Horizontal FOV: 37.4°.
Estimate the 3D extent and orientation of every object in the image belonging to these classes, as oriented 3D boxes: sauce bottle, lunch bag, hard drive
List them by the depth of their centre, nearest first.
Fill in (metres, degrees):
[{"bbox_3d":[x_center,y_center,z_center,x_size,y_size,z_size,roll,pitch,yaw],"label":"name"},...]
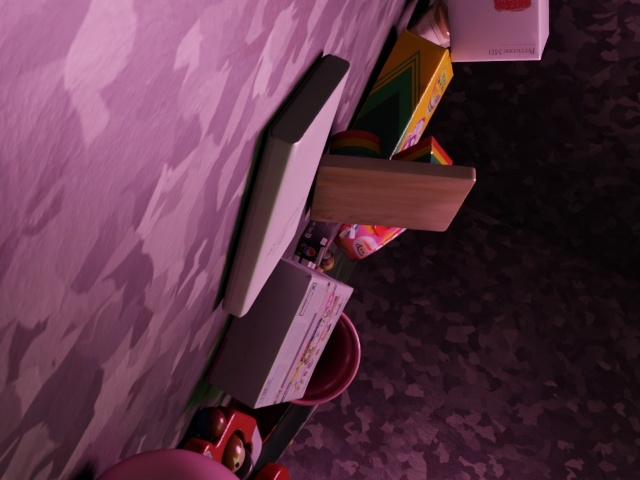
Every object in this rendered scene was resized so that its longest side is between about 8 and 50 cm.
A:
[{"bbox_3d":[-0.048,-0.067,1.232,0.203,0.040,0.308,-60,172,-46],"label":"hard drive"},{"bbox_3d":[0.168,-0.069,2.236,0.293,0.120,0.258,-37,-176,-10],"label":"lunch bag"},{"bbox_3d":[0.014,0.044,2.338,0.128,0.042,0.042,92,23,-76],"label":"sauce bottle"}]

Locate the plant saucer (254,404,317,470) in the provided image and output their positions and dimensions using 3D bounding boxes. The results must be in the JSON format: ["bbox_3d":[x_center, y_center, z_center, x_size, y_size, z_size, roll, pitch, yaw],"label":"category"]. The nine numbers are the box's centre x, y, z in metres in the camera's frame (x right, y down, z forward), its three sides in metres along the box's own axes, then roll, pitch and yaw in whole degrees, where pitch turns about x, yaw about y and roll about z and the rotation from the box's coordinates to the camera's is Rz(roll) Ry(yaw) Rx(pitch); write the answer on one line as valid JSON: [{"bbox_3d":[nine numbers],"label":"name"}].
[{"bbox_3d":[-0.056,0.375,1.990,0.318,0.043,0.317,-53,177,-5],"label":"plant saucer"}]

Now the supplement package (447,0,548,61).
[{"bbox_3d":[0.338,-0.505,1.791,0.175,0.177,0.293,-58,146,-57],"label":"supplement package"}]

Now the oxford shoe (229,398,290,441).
[{"bbox_3d":[-0.102,0.307,2.023,0.348,0.123,0.130,-50,169,-32],"label":"oxford shoe"}]

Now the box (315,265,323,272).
[{"bbox_3d":[-0.049,0.168,2.389,0.201,0.021,0.164,-55,168,-67],"label":"box"}]

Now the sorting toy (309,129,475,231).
[{"bbox_3d":[0.119,-0.109,1.660,0.255,0.257,0.089,103,-9,-71],"label":"sorting toy"}]

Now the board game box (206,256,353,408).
[{"bbox_3d":[-0.059,0.150,1.569,0.224,0.097,0.303,-64,164,-1],"label":"board game box"}]

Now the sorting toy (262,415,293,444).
[{"bbox_3d":[-0.128,0.506,2.572,0.365,0.126,0.127,102,14,-70],"label":"sorting toy"}]

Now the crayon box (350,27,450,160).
[{"bbox_3d":[0.155,-0.246,1.946,0.313,0.106,0.363,-61,173,7],"label":"crayon box"}]

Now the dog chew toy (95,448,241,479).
[{"bbox_3d":[-0.169,0.335,1.045,0.207,0.206,0.332,-64,-178,-14],"label":"dog chew toy"}]

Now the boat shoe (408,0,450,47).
[{"bbox_3d":[0.251,-0.474,2.133,0.098,0.109,0.302,-26,-172,17],"label":"boat shoe"}]

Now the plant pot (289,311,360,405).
[{"bbox_3d":[-0.037,0.200,1.827,0.201,0.201,0.180,-66,-170,0],"label":"plant pot"}]

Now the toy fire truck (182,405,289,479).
[{"bbox_3d":[-0.178,0.406,1.548,0.254,0.169,0.302,81,28,-46],"label":"toy fire truck"}]

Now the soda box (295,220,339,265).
[{"bbox_3d":[0.009,-0.030,1.893,0.060,0.053,0.169,109,8,-45],"label":"soda box"}]

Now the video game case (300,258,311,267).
[{"bbox_3d":[0.000,0.000,2.050,0.183,0.023,0.201,-59,174,-40],"label":"video game case"}]
